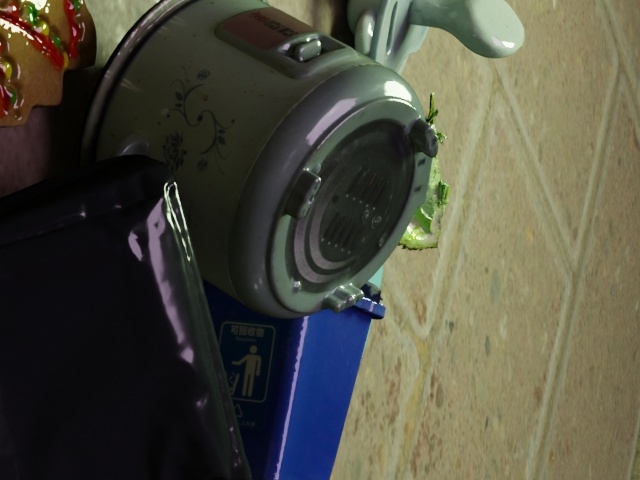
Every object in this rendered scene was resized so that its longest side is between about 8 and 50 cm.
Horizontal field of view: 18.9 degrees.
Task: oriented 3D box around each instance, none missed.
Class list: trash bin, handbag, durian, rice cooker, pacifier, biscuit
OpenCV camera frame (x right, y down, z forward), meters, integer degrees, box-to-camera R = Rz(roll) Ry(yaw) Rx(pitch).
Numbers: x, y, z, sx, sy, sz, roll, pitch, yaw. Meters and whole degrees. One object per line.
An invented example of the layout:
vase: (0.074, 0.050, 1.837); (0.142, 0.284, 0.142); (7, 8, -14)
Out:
trash bin: (-0.039, 0.134, 1.934); (0.184, 0.162, 0.235); (25, 72, -55)
handbag: (-0.221, 0.103, 1.555); (0.178, 0.275, 0.302); (-146, -139, -63)
durian: (0.104, -0.075, 2.318); (0.086, 0.100, 0.215); (-115, -162, -53)
rice cooker: (-0.067, -0.086, 1.730); (0.317, 0.316, 0.264); (-56, 157, -52)
pacifier: (0.148, -0.268, 2.322); (0.279, 0.207, 0.227); (-55, 155, -52)
biscuit: (-0.254, -0.183, 1.609); (0.212, 0.041, 0.239); (67, 31, -44)

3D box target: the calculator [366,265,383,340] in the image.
calculator: (0.000, 0.000, 2.166); (0.386, 0.054, 0.256); (67, 31, -48)
